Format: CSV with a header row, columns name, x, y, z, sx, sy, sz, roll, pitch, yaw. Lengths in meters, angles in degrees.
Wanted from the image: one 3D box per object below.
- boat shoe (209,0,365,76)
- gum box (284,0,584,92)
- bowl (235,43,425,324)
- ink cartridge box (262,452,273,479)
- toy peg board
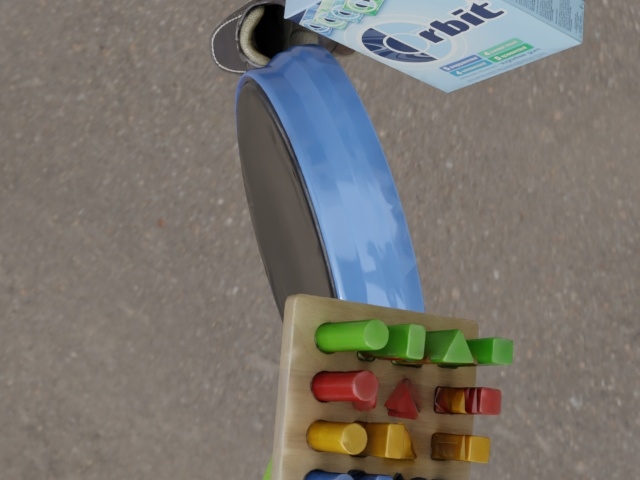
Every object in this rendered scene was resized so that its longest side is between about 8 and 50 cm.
name,x,y,z,sx,sy,sz,roll,pitch,yaw
boat shoe,-0.052,-0.234,1.400,0.285,0.092,0.102,6,106,52
gum box,0.091,-0.185,0.994,0.184,0.041,0.157,20,159,-35
bowl,0.000,0.000,1.241,0.077,0.391,0.391,-15,113,-12
ink cartridge box,-0.075,0.344,1.107,0.097,0.189,0.255,8,110,-38
toy peg board,0.057,0.124,0.861,0.161,0.079,0.160,10,78,-29
